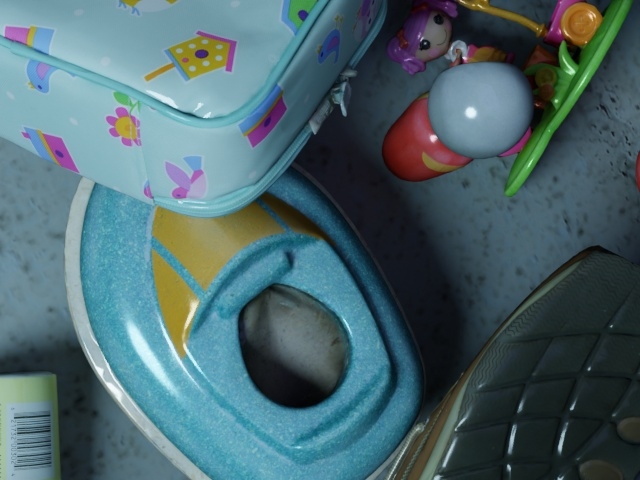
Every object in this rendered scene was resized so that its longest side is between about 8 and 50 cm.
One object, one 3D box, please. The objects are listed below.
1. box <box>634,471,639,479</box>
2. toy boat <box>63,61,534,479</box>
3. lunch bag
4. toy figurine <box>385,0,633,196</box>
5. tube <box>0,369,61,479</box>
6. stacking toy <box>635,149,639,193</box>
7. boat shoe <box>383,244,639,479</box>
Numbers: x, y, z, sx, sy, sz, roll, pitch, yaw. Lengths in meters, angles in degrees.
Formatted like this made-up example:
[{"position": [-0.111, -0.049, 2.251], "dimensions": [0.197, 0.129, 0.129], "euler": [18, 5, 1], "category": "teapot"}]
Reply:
[{"position": [0.355, 0.335, 0.714], "dimensions": [0.479, 0.297, 0.472], "euler": [31, 84, -12], "category": "box"}, {"position": [0.000, 0.000, 0.769], "dimensions": [0.318, 0.148, 0.267], "euler": [-43, 95, -22], "category": "toy boat"}, {"position": [-0.102, -0.147, 0.721], "dimensions": [0.279, 0.108, 0.224], "euler": [23, 57, 17], "category": "lunch bag"}, {"position": [0.111, -0.144, 0.880], "dimensions": [0.159, 0.130, 0.173], "euler": [30, 95, 1], "category": "toy figurine"}, {"position": [-0.183, 0.197, 0.714], "dimensions": [0.070, 0.062, 0.240], "euler": [-5, 84, 23], "category": "tube"}, {"position": [0.326, -0.162, 0.940], "dimensions": [0.141, 0.141, 0.330], "euler": [27, 75, -14], "category": "stacking toy"}, {"position": [0.094, 0.146, 0.755], "dimensions": [0.122, 0.120, 0.324], "euler": [33, 89, -16], "category": "boat shoe"}]
